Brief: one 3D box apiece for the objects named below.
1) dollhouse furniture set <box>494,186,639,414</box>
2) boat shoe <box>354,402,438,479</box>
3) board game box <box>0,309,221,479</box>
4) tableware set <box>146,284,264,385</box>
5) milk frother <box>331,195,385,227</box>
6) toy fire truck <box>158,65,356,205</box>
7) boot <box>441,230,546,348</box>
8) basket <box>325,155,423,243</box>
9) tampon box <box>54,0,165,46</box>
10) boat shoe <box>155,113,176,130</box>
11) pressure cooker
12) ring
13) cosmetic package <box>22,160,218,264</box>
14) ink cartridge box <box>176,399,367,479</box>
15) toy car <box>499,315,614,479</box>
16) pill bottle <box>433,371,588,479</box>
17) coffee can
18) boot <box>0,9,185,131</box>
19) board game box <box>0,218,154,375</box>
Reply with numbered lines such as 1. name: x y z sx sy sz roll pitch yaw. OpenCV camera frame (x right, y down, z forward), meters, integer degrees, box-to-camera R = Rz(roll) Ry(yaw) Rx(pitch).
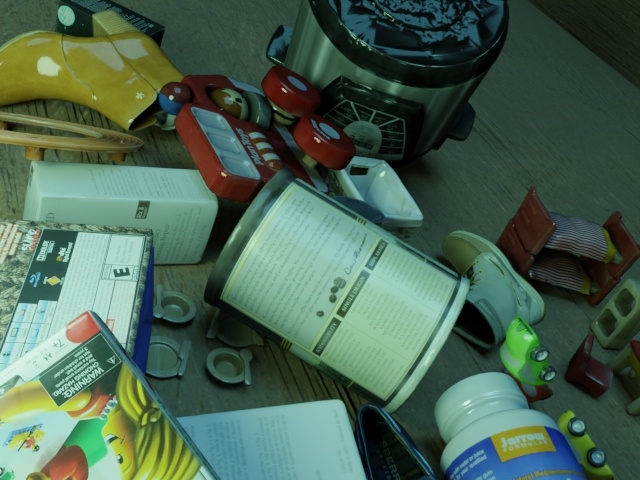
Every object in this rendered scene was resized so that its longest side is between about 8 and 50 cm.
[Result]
1. dollhouse furniture set: 0.461 0.095 1.205 0.201 0.152 0.374 12 36 -18
2. boat shoe: 0.086 0.286 0.755 0.109 0.089 0.258 -30 43 -7
3. board game box: -0.232 0.217 0.503 0.305 0.053 0.193 -37 87 -14
4. tableware set: -0.151 0.123 0.901 0.168 0.020 0.141 15 35 -15
5. milk frother: 0.000 0.000 1.055 0.143 0.135 0.129 6 25 -29
6. toy fire truck: -0.112 -0.162 1.097 0.254 0.169 0.302 10 38 -45
7. boot: 0.247 0.075 1.168 0.165 0.077 0.213 -18 56 -43
8. basket: 0.078 -0.053 1.207 0.113 0.103 0.167 3 39 -29
9. tampon box: -0.388 -0.358 1.303 0.161 0.120 0.101 26 33 2
10. boat shoe: -0.251 -0.229 1.248 0.277 0.098 0.096 10 37 -6
11. pressure cooker: 0.123 -0.339 1.367 0.375 0.420 0.370 -22 74 -21
12. ring: -0.411 -0.144 0.968 0.336 0.032 0.336 10 12 -2
13. cosmetic package: -0.265 -0.033 0.953 0.231 0.117 0.085 -2 41 -32
14. ink cartridge box: -0.129 0.310 0.644 0.384 0.091 0.308 -5 42 -12
15. toy car: 0.281 0.189 0.943 0.225 0.053 0.239 59 2 -34
16. pill bottle: 0.224 0.287 0.802 0.152 0.152 0.272 8 39 -24
17. coffee can: 0.020 0.063 0.916 0.275 0.201 0.201 31 35 4
18. boot: -0.371 -0.240 1.127 0.295 0.104 0.211 -35 71 -24
19. board game box: -0.314 0.102 0.671 0.291 0.141 0.232 4 38 -8
